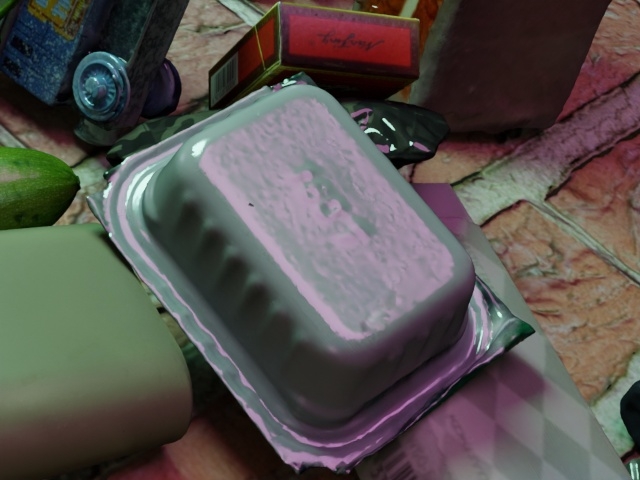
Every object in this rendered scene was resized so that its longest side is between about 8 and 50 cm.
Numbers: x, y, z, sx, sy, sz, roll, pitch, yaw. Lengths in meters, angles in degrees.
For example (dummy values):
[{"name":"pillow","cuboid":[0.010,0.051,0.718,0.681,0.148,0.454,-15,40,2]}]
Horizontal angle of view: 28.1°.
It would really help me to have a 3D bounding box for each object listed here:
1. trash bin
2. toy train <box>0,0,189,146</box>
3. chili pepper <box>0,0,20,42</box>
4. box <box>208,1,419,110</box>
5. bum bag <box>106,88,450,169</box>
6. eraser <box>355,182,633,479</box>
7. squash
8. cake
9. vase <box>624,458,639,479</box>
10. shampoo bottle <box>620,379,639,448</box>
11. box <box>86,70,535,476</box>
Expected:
[{"name":"trash bin","cuboid":[-0.257,0.091,1.021,0.247,0.121,0.243,-9,48,-34]},{"name":"toy train","cuboid":[-0.213,-0.254,1.290,0.202,0.299,0.131,35,21,18]},{"name":"chili pepper","cuboid":[-0.405,-0.189,1.261,0.279,0.122,0.065,-14,23,-3]},{"name":"box","cuboid":[-0.013,-0.175,1.337,0.153,0.240,0.074,7,79,-20]},{"name":"bum bag","cuboid":[-0.040,-0.098,1.252,0.340,0.095,0.144,-4,17,-5]},{"name":"eraser","cuboid":[0.100,0.103,1.189,0.213,0.082,0.397,-3,45,-27]},{"name":"squash","cuboid":[-0.397,-0.015,1.081,0.395,0.107,0.107,-13,51,-30]},{"name":"cake","cuboid":[0.199,-0.304,1.521,0.230,0.309,0.237,-3,43,-30]},{"name":"vase","cuboid":[0.282,0.254,1.113,0.081,0.081,0.148,25,38,4]},{"name":"shampoo bottle","cuboid":[0.458,0.144,1.310,0.359,0.078,0.134,-19,61,-38]},{"name":"box","cuboid":[0.000,0.000,1.076,0.264,0.106,0.336,-32,75,-30]}]
